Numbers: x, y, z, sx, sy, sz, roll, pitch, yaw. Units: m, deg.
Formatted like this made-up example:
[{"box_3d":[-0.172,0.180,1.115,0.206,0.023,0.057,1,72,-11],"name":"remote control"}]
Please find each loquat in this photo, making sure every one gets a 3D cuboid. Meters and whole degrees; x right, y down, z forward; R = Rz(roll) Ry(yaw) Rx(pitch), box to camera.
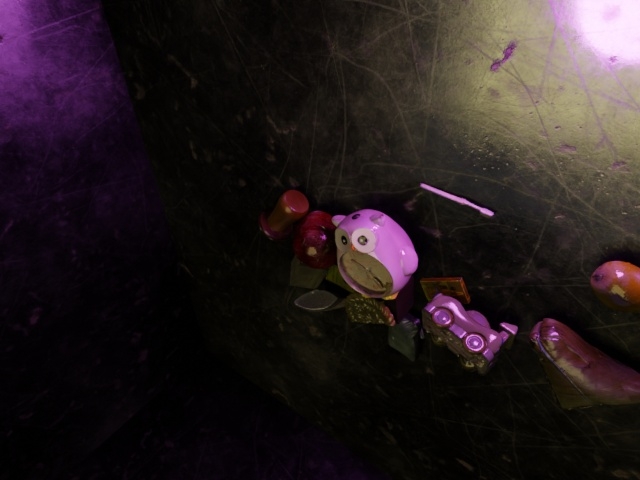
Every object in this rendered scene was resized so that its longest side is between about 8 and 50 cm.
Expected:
[{"box_3d":[0.949,0.150,1.319,0.195,0.152,0.152,32,139,7],"name":"loquat"}]

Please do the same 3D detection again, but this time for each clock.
[{"box_3d":[0.229,0.034,1.806,0.369,0.250,0.376,0,128,40],"name":"clock"}]

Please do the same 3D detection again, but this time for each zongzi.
[{"box_3d":[0.975,0.429,1.497,0.393,0.174,0.355,-22,101,49],"name":"zongzi"}]

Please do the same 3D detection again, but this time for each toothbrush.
[{"box_3d":[0.503,-0.154,1.573,0.295,0.026,0.028,30,153,21],"name":"toothbrush"}]

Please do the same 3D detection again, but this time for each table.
[{"box_3d":[0.311,0.249,1.969,0.193,0.169,0.172,15,130,36],"name":"table"}]

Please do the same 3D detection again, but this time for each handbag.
[{"box_3d":[0.414,0.464,2.115,0.192,0.075,0.331,32,144,38],"name":"handbag"}]

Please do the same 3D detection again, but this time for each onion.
[{"box_3d":[0.000,0.000,1.976,0.277,0.276,0.276,25,135,27],"name":"onion"}]

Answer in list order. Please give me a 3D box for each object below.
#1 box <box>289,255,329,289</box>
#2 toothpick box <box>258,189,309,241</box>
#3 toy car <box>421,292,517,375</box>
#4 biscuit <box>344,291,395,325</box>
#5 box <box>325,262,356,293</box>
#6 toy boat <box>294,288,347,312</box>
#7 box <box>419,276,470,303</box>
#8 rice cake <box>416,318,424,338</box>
[{"box_3d":[-0.058,0.136,2.177,0.149,0.155,0.231,11,147,-12],"name":"box"},{"box_3d":[-0.188,-0.122,2.122,0.192,0.192,0.294,48,136,1],"name":"toothpick box"},{"box_3d":[0.615,0.371,1.780,0.336,0.226,0.242,40,162,35],"name":"toy car"},{"box_3d":[0.205,0.315,1.959,0.274,0.036,0.187,-8,116,47],"name":"biscuit"},{"box_3d":[0.133,0.185,2.166,0.220,0.064,0.140,26,135,23],"name":"box"},{"box_3d":[0.032,0.333,2.292,0.276,0.294,0.110,-15,71,33],"name":"toy boat"},{"box_3d":[0.541,0.218,1.839,0.193,0.030,0.121,-7,117,46],"name":"box"},{"box_3d":[0.486,0.433,2.073,0.022,0.022,0.121,11,130,50],"name":"rice cake"}]
